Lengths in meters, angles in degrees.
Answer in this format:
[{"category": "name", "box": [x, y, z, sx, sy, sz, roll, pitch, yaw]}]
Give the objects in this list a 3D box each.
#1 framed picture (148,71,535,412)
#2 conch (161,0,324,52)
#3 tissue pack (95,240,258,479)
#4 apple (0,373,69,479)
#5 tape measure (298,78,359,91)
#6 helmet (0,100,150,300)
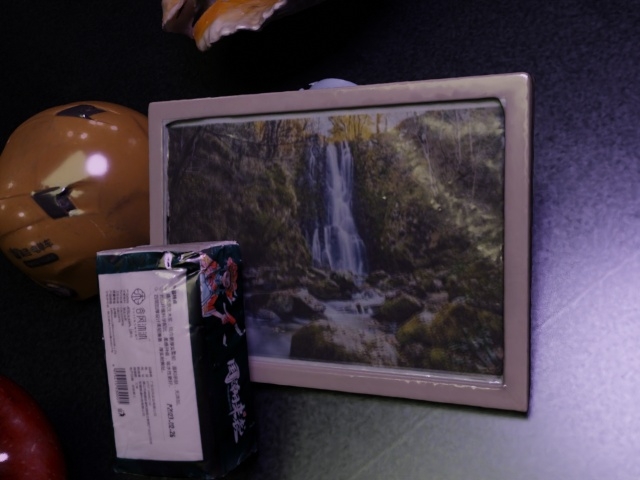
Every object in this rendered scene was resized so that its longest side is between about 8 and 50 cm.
[{"category": "framed picture", "box": [0.000, 0.000, 0.543, 0.324, 0.020, 0.241, 2, 93, 24]}, {"category": "conch", "box": [-0.019, -0.345, 0.680, 0.297, 0.210, 0.352, 24, 104, 39]}, {"category": "tissue pack", "box": [-0.110, 0.087, 0.535, 0.103, 0.090, 0.170, -4, 92, 23]}, {"category": "apple", "box": [-0.305, 0.203, 0.522, 0.201, 0.218, 0.218, -36, 57, 9]}, {"category": "tape measure", "box": [0.018, -0.091, 0.593, 0.091, 0.094, 0.054, 17, 60, 29]}, {"category": "helmet", "box": [-0.238, -0.053, 0.669, 0.224, 0.130, 0.198, -4, 61, 23]}]
